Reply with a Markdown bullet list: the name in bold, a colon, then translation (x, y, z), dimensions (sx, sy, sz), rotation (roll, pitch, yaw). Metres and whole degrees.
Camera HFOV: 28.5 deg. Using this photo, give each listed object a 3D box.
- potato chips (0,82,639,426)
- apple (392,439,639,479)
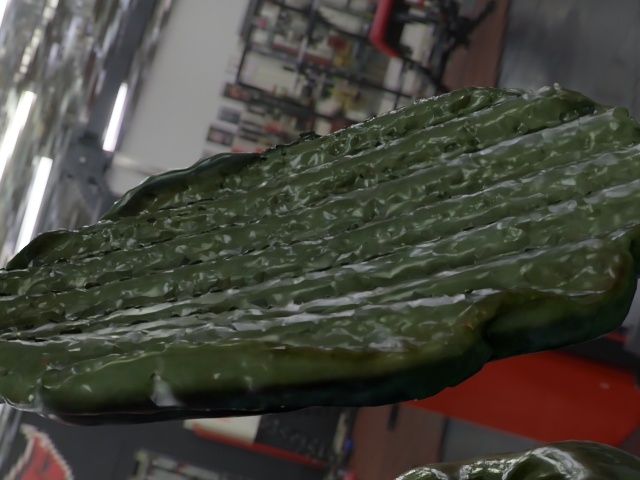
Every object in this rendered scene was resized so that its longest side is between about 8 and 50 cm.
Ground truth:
- **potato chips**: translation (0.000, 0.000, 0.695), dimensions (0.358, 0.429, 0.070), rotation (-115, 13, -69)
- **apple**: translation (0.112, 0.298, 0.710), dimensions (0.357, 0.357, 0.357), rotation (-164, 90, -87)
